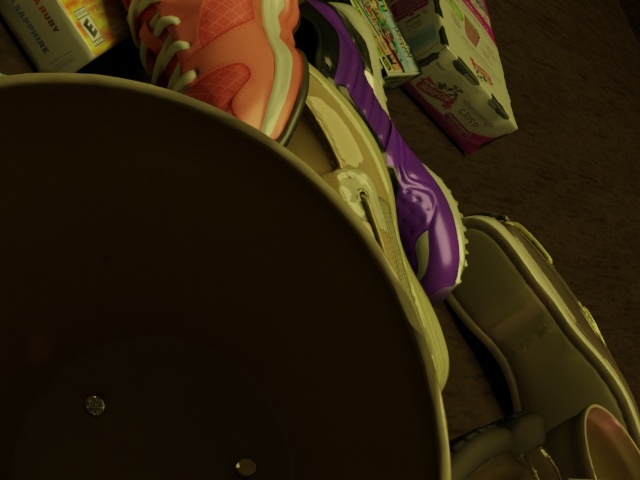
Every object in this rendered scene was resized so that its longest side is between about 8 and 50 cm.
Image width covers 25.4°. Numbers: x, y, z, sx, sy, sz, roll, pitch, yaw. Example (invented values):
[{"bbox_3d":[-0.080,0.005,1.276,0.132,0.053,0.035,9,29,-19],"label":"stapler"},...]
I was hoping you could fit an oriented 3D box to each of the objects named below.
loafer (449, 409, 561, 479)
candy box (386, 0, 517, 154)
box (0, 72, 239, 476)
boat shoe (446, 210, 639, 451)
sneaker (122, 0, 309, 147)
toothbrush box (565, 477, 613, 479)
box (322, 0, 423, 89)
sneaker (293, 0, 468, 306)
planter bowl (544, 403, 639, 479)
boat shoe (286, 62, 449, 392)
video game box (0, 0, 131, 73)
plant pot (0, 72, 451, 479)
[{"bbox_3d":[0.105,0.202,0.974,0.366,0.133,0.130,-3,67,-65],"label":"loafer"},{"bbox_3d":[0.138,-0.233,1.606,0.159,0.071,0.233,42,30,-40],"label":"candy box"},{"bbox_3d":[-0.137,0.024,0.782,0.159,0.044,0.233,16,50,-59],"label":"box"},{"bbox_3d":[0.221,0.115,1.344,0.324,0.116,0.096,58,26,5],"label":"boat shoe"},{"bbox_3d":[-0.085,-0.140,0.931,0.136,0.116,0.314,19,54,-18],"label":"sneaker"},{"bbox_3d":[0.232,0.286,0.967,0.283,0.122,0.206,1,90,-83],"label":"toothbrush box"},{"bbox_3d":[0.027,-0.251,1.437,0.207,0.036,0.114,63,23,3],"label":"box"},{"bbox_3d":[0.009,-0.075,1.142,0.146,0.102,0.293,9,51,-57],"label":"sneaker"},{"bbox_3d":[0.218,0.235,1.206,0.162,0.109,0.162,47,27,-33],"label":"planter bowl"},{"bbox_3d":[0.000,0.000,1.022,0.302,0.109,0.098,66,22,-4],"label":"boat shoe"},{"bbox_3d":[-0.180,-0.217,0.959,0.187,0.048,0.205,55,24,-11],"label":"video game box"},{"bbox_3d":[-0.087,0.097,0.568,0.191,0.284,0.284,57,10,-78],"label":"plant pot"}]
